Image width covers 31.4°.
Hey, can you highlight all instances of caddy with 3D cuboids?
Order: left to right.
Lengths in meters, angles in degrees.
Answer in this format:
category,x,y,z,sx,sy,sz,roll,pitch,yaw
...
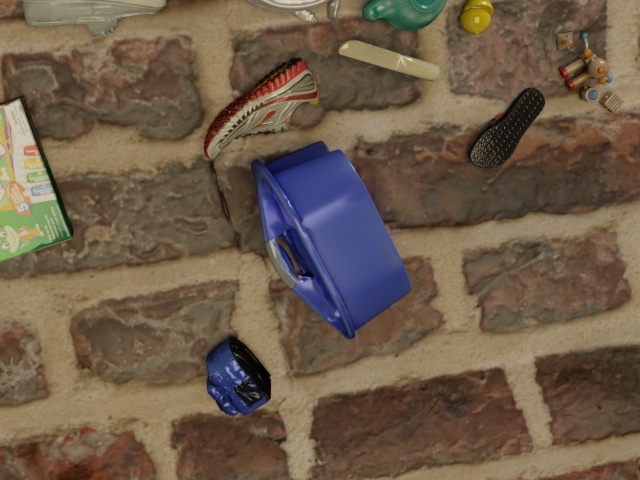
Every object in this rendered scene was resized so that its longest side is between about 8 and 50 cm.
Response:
category,x,y,z,sx,sy,sz,roll,pitch,yaw
caddy,0.000,0.000,1.886,0.179,0.241,0.341,-30,107,-8

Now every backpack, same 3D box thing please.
category,x,y,z,sx,sy,sz,roll,pitch,yaw
backpack,-0.153,0.239,1.994,0.101,0.098,0.120,-33,109,4

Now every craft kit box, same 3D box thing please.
category,x,y,z,sx,sy,sz,roll,pitch,yaw
craft kit box,-0.563,-0.082,1.861,0.247,0.061,0.249,-18,107,-2

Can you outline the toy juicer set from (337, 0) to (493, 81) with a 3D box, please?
category,x,y,z,sx,sy,sz,roll,pitch,yaw
toy juicer set,0.180,-0.393,1.898,0.209,0.089,0.329,35,88,-29

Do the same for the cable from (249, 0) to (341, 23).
category,x,y,z,sx,sy,sz,roll,pitch,yaw
cable,-0.049,-0.494,1.821,0.257,0.089,0.257,17,101,-14

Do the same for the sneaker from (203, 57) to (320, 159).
category,x,y,z,sx,sy,sz,roll,pitch,yaw
sneaker,-0.098,-0.204,1.892,0.225,0.088,0.092,-36,109,1

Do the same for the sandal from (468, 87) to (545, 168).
category,x,y,z,sx,sy,sz,roll,pitch,yaw
sandal,0.325,-0.194,1.999,0.179,0.040,0.067,-48,113,-11

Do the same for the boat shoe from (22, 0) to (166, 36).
category,x,y,z,sx,sy,sz,roll,pitch,yaw
boat shoe,-0.360,-0.367,1.814,0.228,0.079,0.081,1,114,-5

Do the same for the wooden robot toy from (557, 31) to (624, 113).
category,x,y,z,sx,sy,sz,roll,pitch,yaw
wooden robot toy,0.470,-0.286,1.974,0.076,0.079,0.173,-35,107,0
